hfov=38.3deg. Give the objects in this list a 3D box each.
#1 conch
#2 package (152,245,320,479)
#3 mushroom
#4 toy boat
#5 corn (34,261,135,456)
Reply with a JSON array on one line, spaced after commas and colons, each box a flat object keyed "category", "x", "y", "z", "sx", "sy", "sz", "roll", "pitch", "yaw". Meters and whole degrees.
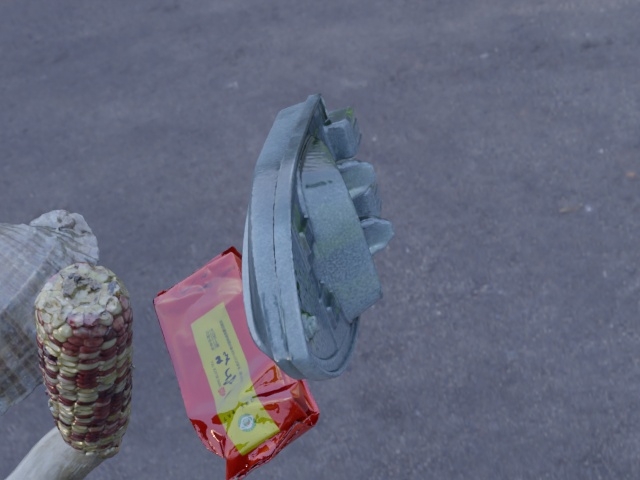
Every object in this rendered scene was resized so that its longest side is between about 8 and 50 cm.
[{"category": "conch", "x": -0.465, "y": 0.078, "z": 1.208, "sx": 0.352, "sy": 0.210, "sz": 0.297, "roll": -48, "pitch": 60, "yaw": -3}, {"category": "package", "x": -0.146, "y": 0.213, "z": 1.571, "sx": 0.196, "sy": 0.123, "sz": 0.423, "roll": -34, "pitch": 51, "yaw": 8}, {"category": "mushroom", "x": -0.477, "y": 0.403, "z": 1.452, "sx": 0.351, "sy": 0.122, "sz": 0.095, "roll": -37, "pitch": 27, "yaw": -7}, {"category": "toy boat", "x": 0.000, "y": 0.000, "z": 0.656, "sx": 0.092, "sy": 0.141, "sz": 0.319, "roll": -14, "pitch": 23, "yaw": 13}, {"category": "corn", "x": -0.245, "y": 0.138, "z": 0.974, "sx": 0.098, "sy": 0.290, "sz": 0.098, "roll": 6, "pitch": 49, "yaw": -7}]
